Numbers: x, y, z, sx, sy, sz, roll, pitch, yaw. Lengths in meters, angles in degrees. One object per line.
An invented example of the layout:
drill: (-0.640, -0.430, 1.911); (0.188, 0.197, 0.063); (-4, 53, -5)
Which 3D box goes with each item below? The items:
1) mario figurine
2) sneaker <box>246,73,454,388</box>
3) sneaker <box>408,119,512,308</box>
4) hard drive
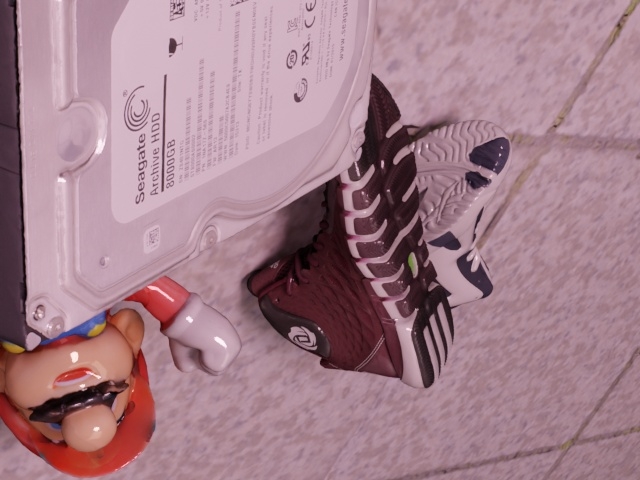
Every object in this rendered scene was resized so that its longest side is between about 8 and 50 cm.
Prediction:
mario figurine: (-0.171, 0.058, 0.927); (0.320, 0.198, 0.170); (84, 22, -45)
sneaker: (0.000, 0.000, 1.126); (0.106, 0.163, 0.281); (-47, 128, -53)
sneaker: (0.117, -0.010, 1.238); (0.153, 0.094, 0.235); (3, 127, -49)
hard drive: (-0.074, -0.108, 0.802); (0.339, 0.064, 0.236); (-31, 133, -50)
